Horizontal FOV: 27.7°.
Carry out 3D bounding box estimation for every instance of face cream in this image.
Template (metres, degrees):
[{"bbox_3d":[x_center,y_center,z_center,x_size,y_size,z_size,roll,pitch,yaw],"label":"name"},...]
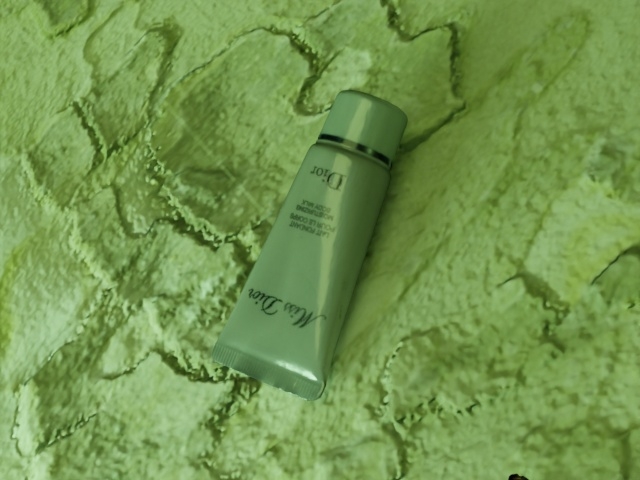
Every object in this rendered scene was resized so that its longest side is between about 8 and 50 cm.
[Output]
[{"bbox_3d":[0.000,0.000,1.343,0.143,0.089,0.314,18,84,31],"label":"face cream"}]

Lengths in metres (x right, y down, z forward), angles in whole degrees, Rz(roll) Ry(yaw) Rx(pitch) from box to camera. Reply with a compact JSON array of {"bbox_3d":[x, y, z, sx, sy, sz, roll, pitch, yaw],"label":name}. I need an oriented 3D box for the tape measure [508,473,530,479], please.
[{"bbox_3d":[0.201,0.318,1.047,0.223,0.135,0.202,28,70,27],"label":"tape measure"}]
